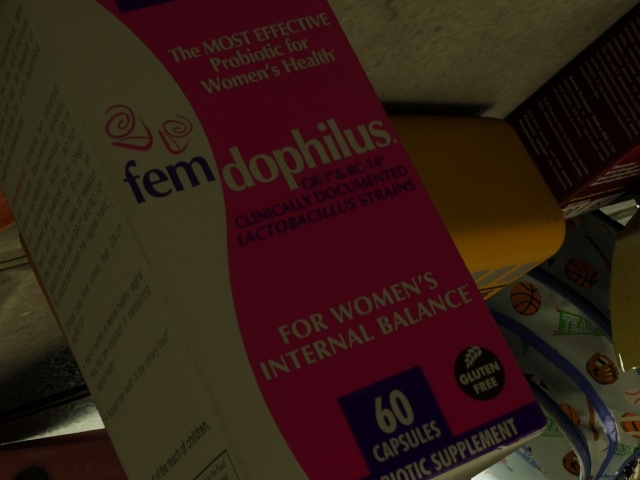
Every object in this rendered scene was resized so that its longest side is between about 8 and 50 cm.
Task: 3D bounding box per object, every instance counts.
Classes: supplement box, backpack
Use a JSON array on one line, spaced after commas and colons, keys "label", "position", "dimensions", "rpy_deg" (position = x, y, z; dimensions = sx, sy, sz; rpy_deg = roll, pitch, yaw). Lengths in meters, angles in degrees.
[{"label": "supplement box", "position": [0.229, -0.101, 0.898], "dimensions": [0.130, 0.073, 0.239], "rpy_deg": [-16, 162, -38]}, {"label": "backpack", "position": [0.202, 0.103, 1.218], "dimensions": [0.213, 0.276, 0.263], "rpy_deg": [-45, 165, -40]}, {"label": "supplement box", "position": [-0.032, 0.005, 0.508], "dimensions": [0.111, 0.220, 0.114], "rpy_deg": [-20, 163, -28]}]

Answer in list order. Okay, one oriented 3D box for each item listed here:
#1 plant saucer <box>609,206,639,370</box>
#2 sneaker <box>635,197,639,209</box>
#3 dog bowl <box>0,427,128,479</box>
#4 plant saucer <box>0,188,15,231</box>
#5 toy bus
[{"label": "plant saucer", "position": [0.337, -0.075, 0.918], "dimensions": [0.333, 0.081, 0.333], "rpy_deg": [-48, -176, -19]}, {"label": "sneaker", "position": [0.395, -0.090, 1.163], "dimensions": [0.283, 0.124, 0.107], "rpy_deg": [-31, 147, 4]}, {"label": "dog bowl", "position": [-0.107, 0.214, 1.078], "dimensions": [0.408, 0.150, 0.408], "rpy_deg": [-7, 175, -1]}, {"label": "plant saucer", "position": [-0.166, -0.015, 0.624], "dimensions": [0.083, 0.013, 0.083], "rpy_deg": [-25, 167, -6]}, {"label": "toy bus", "position": [0.000, 0.000, 0.777], "dimensions": [0.130, 0.108, 0.333], "rpy_deg": [-36, 163, 32]}]
